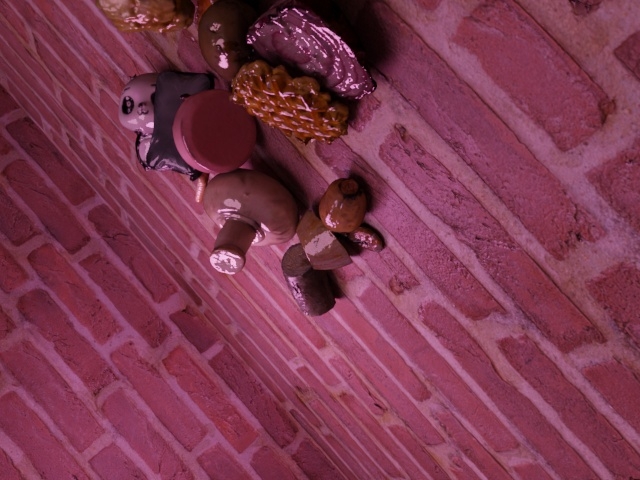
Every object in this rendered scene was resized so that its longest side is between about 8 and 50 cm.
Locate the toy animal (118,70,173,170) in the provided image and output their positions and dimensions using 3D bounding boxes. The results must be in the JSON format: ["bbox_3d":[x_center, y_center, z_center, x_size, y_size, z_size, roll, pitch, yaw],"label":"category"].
[{"bbox_3d":[-0.538,-0.406,1.962,0.251,0.251,0.309,22,130,42],"label":"toy animal"}]

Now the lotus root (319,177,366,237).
[{"bbox_3d":[0.059,-0.081,1.604,0.125,0.118,0.220,56,151,27],"label":"lotus root"}]

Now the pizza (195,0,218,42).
[{"bbox_3d":[-0.277,-0.565,1.562,0.127,0.058,0.246,37,151,21],"label":"pizza"}]

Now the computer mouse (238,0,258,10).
[{"bbox_3d":[-0.221,-0.631,1.386,0.122,0.073,0.217,18,139,42],"label":"computer mouse"}]

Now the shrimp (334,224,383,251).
[{"bbox_3d":[0.107,-0.005,1.704,0.190,0.042,0.101,10,140,49],"label":"shrimp"}]

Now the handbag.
[{"bbox_3d":[-0.429,-0.354,1.789,0.192,0.332,0.075,9,-179,13],"label":"handbag"}]

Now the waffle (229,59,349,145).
[{"bbox_3d":[-0.071,-0.322,1.418,0.302,0.068,0.325,26,170,-20],"label":"waffle"}]

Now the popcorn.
[{"bbox_3d":[-0.426,-0.669,1.432,0.292,0.294,0.334,-51,48,31],"label":"popcorn"}]

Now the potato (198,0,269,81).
[{"bbox_3d":[-0.206,-0.470,1.419,0.165,0.165,0.262,41,171,17],"label":"potato"}]

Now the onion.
[{"bbox_3d":[-0.002,-0.427,1.264,0.280,0.146,0.314,32,166,-27],"label":"onion"}]

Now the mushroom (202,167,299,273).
[{"bbox_3d":[-0.220,-0.092,1.814,0.315,0.315,0.356,54,-169,-7],"label":"mushroom"}]

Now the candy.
[{"bbox_3d":[-0.310,-0.322,1.707,0.094,0.255,0.255,8,131,53],"label":"candy"}]

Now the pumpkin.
[{"bbox_3d":[-0.008,0.016,1.776,0.217,0.110,0.217,50,179,1],"label":"pumpkin"}]

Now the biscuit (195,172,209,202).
[{"bbox_3d":[-0.362,-0.257,1.902,0.030,0.249,0.160,14,152,-10],"label":"biscuit"}]

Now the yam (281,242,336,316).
[{"bbox_3d":[-0.040,0.145,1.993,0.154,0.154,0.254,16,134,47],"label":"yam"}]
